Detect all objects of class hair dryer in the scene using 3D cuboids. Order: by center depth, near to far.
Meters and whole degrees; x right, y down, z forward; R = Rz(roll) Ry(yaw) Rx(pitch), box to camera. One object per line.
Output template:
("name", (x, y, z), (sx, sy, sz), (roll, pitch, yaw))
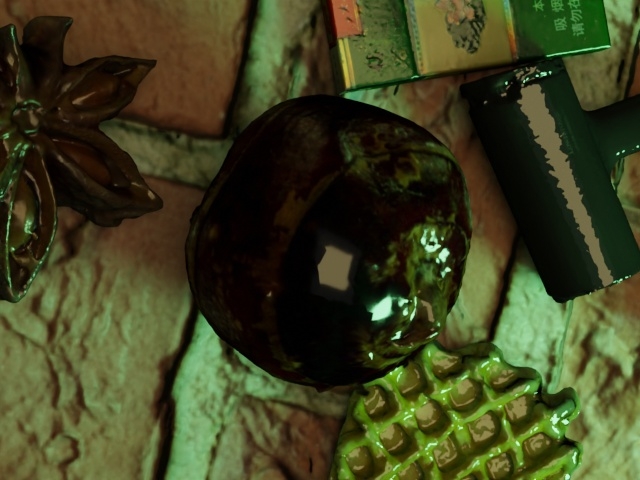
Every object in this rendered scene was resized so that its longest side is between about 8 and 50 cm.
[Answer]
("hair dryer", (0.260, -0.083, 1.211), (0.251, 0.089, 0.197), (-24, 95, -18))

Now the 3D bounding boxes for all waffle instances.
("waffle", (0.110, 0.191, 1.186), (0.204, 0.054, 0.224), (15, 87, -3))

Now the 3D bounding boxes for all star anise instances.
("star anise", (-0.221, -0.062, 1.083), (0.220, 0.099, 0.214), (12, 90, -41))

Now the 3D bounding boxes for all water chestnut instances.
("water chestnut", (0.000, 0.000, 1.100), (0.223, 0.238, 0.224), (-9, 103, -43))

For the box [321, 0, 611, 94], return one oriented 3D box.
("box", (0.117, -0.203, 1.199), (0.235, 0.034, 0.132), (-10, 92, -12))
